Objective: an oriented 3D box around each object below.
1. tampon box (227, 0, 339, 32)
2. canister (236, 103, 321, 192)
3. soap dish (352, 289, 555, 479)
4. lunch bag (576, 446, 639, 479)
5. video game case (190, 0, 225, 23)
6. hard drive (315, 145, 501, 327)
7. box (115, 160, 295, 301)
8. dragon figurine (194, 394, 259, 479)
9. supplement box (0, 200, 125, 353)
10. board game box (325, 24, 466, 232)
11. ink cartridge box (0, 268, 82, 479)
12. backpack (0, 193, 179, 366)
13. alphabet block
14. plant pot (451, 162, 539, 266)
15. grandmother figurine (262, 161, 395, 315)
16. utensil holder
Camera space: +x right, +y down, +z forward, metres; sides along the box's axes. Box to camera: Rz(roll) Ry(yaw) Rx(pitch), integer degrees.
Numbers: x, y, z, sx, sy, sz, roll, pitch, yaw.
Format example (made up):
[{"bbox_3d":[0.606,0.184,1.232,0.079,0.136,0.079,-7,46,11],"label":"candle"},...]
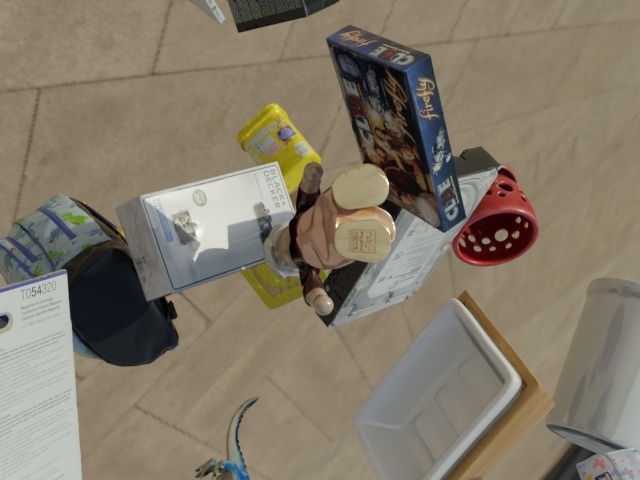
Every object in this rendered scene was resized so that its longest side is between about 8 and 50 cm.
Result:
[{"bbox_3d":[-0.072,-0.452,1.517,0.120,0.161,0.102,-42,122,-47],"label":"tampon box"},{"bbox_3d":[-0.091,-0.199,1.840,0.126,0.170,0.073,-42,152,9],"label":"canister"},{"bbox_3d":[0.191,0.252,1.236,0.118,0.229,0.291,26,109,-31],"label":"soap dish"},{"bbox_3d":[0.378,0.309,1.074,0.083,0.071,0.053,-6,137,-11],"label":"lunch bag"},{"bbox_3d":[-0.232,-0.428,1.352,0.019,0.157,0.143,-48,160,-3],"label":"video game case"},{"bbox_3d":[0.143,-0.002,1.431,0.236,0.064,0.339,-15,146,-42],"label":"hard drive"},{"bbox_3d":[-0.177,-0.021,1.416,0.290,0.169,0.087,-18,179,-41],"label":"box"},{"bbox_3d":[-0.113,0.383,1.220,0.085,0.144,0.289,-31,-146,47],"label":"dragon figurine"},{"bbox_3d":[-0.618,0.118,2.019,0.195,0.194,0.357,-28,-151,51],"label":"supplement box"},{"bbox_3d":[0.098,-0.141,1.074,0.042,0.165,0.243,-34,129,-17],"label":"board game box"},{"bbox_3d":[-0.422,0.222,1.028,0.324,0.071,0.330,-21,110,-68],"label":"ink cartridge box"},{"bbox_3d":[-0.455,0.061,1.567,0.273,0.355,0.290,-30,136,-8],"label":"backpack"},{"bbox_3d":[-0.083,0.020,2.085,0.193,0.192,0.197,-27,-156,24],"label":"alphabet block"},{"bbox_3d":[0.368,-0.063,1.860,0.191,0.174,0.191,-5,137,-4],"label":"plant pot"},{"bbox_3d":[0.000,0.000,1.173,0.342,0.104,0.208,161,-64,-71],"label":"grandmother figurine"},{"bbox_3d":[0.762,0.333,2.070,0.386,0.327,0.327,-66,159,-14],"label":"utensil holder"}]
